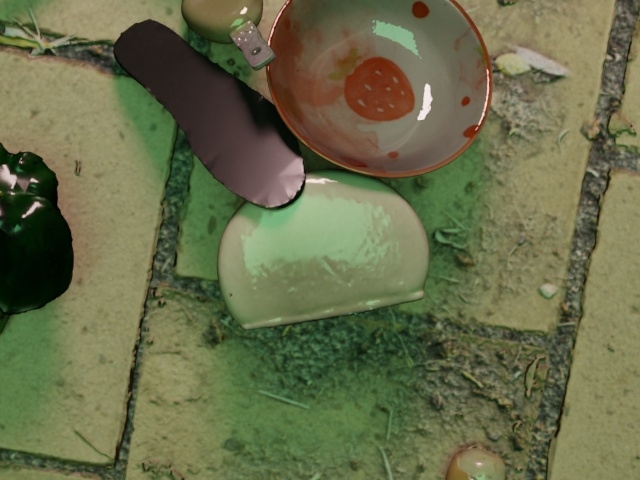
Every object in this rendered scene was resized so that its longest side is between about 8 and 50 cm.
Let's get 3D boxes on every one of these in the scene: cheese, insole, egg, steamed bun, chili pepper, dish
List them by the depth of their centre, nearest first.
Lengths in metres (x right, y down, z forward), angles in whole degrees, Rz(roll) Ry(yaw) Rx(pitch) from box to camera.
[{"bbox_3d":[-0.094,-0.242,1.248,0.097,0.192,0.037,-34,133,2],"label":"cheese"},{"bbox_3d":[-0.127,-0.147,1.258,0.110,0.012,0.309,-42,67,-14],"label":"insole"},{"bbox_3d":[-0.371,0.012,1.264,0.174,0.261,0.165,-2,54,-18],"label":"chili pepper"},{"bbox_3d":[0.060,-0.180,1.281,0.260,0.085,0.260,3,73,-11],"label":"dish"},{"bbox_3d":[0.000,0.000,1.285,0.242,0.146,0.164,-11,95,-1],"label":"steamed bun"},{"bbox_3d":[0.186,0.293,1.360,0.071,0.071,0.083,20,97,-5],"label":"egg"}]
